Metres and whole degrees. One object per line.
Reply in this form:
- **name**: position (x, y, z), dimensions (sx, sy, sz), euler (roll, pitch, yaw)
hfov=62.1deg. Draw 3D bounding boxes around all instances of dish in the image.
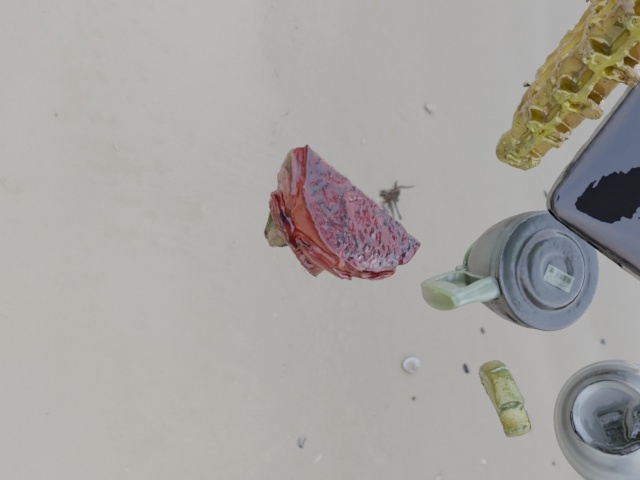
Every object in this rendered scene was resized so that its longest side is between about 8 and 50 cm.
- **dish**: position (0.690, 0.421, 1.244), dimensions (0.106, 0.317, 0.316), euler (37, 55, -41)

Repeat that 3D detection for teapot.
- **teapot**: position (0.390, 0.090, 1.124), dimensions (0.321, 0.239, 0.239), euler (-44, 100, -14)

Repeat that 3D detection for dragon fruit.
- **dragon fruit**: position (0.000, 0.000, 0.947), dimensions (0.317, 0.205, 0.151), euler (35, 61, -31)

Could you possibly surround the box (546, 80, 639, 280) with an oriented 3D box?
- **box**: position (0.533, -0.083, 0.807), dimensions (0.289, 0.073, 0.290), euler (36, 92, 3)

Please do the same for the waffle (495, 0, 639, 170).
- **waffle**: position (0.183, -0.127, 0.328), dimensions (0.046, 0.192, 0.160), euler (34, 88, 1)

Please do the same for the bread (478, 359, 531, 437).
- **bread**: position (0.376, 0.318, 1.083), dimensions (0.117, 0.064, 0.156), euler (63, 10, -50)
